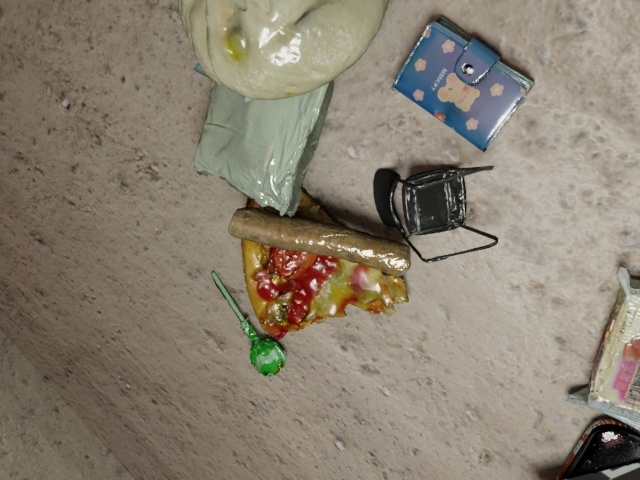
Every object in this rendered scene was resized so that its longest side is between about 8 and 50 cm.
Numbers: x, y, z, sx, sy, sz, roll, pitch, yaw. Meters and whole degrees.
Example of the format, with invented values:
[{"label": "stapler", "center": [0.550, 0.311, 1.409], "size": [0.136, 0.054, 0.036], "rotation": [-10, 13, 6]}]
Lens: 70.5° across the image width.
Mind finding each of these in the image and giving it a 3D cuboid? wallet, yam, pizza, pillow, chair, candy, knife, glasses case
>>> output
[{"label": "wallet", "center": [0.233, -0.262, 0.755], "size": [0.202, 0.059, 0.141], "rotation": [39, 122, 10]}, {"label": "yam", "center": [0.000, 0.000, 0.880], "size": [0.356, 0.081, 0.081], "rotation": [14, 118, 8]}, {"label": "pizza", "center": [-0.007, 0.061, 0.992], "size": [0.406, 0.130, 0.440], "rotation": [12, 116, 28]}, {"label": "pillow", "center": [-0.124, -0.236, 0.890], "size": [0.283, 0.138, 0.310], "rotation": [23, 102, 29]}, {"label": "chair", "center": [0.201, -0.069, 0.835], "size": [0.145, 0.221, 0.140], "rotation": [-14, 108, -11]}, {"label": "candy", "center": [-0.205, 0.218, 1.208], "size": [0.097, 0.097, 0.323], "rotation": [-43, 78, 35]}, {"label": "knife", "center": [-0.186, -0.304, 0.851], "size": [0.210, 0.015, 0.028], "rotation": [39, 115, 36]}, {"label": "glasses case", "center": [0.542, 0.458, 0.886], "size": [0.103, 0.067, 0.267], "rotation": [19, 119, 15]}]

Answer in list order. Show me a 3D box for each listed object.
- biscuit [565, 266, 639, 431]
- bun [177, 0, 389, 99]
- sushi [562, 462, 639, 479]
[{"label": "biscuit", "center": [0.555, 0.196, 0.760], "size": [0.186, 0.079, 0.309], "rotation": [16, 116, 25]}, {"label": "bun", "center": [-0.074, -0.412, 0.711], "size": [0.365, 0.219, 0.365], "rotation": [-5, 76, 20]}, {"label": "sushi", "center": [0.612, 0.558, 0.833], "size": [0.320, 0.069, 0.339], "rotation": [-32, 104, 30]}]
